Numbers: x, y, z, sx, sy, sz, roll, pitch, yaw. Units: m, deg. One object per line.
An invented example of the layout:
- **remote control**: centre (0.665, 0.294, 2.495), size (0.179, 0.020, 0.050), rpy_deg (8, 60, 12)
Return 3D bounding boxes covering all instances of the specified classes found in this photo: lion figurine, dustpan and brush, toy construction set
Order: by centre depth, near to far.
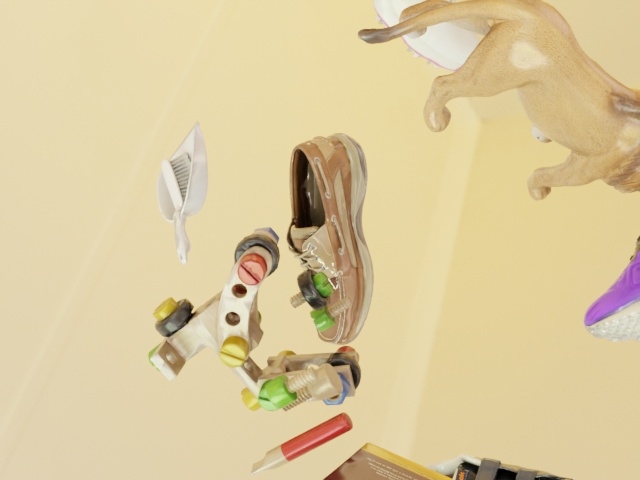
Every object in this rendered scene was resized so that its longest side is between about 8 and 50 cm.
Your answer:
- **lion figurine**: centre (0.252, -0.154, 1.109), size (0.392, 0.240, 0.142), rpy_deg (23, -111, -29)
- **toy construction set**: centre (-0.094, 0.167, 1.388), size (0.257, 0.237, 0.309), rpy_deg (48, -162, -37)
- **dustpan and brush**: centre (-0.211, -0.060, 1.642), size (0.060, 0.147, 0.211), rpy_deg (-3, -116, -35)

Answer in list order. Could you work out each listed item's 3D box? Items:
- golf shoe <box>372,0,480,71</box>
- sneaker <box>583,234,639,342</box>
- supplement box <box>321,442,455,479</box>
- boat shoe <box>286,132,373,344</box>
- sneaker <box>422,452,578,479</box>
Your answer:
- **golf shoe**: centre (0.110, -0.329, 1.279), size (0.306, 0.140, 0.115), rpy_deg (42, -146, -25)
- **sneaker**: centre (0.439, 0.007, 1.319), size (0.102, 0.293, 0.146), rpy_deg (28, -146, -49)
- **supplement box**: centre (0.077, 0.354, 1.212), size (0.194, 0.191, 0.129), rpy_deg (-26, -51, -54)
- **boat shoe**: centre (0.000, 0.000, 1.641), size (0.116, 0.123, 0.324), rpy_deg (-5, -89, -40)
- **sneaker**: centre (0.294, 0.427, 1.771), size (0.127, 0.321, 0.126), rpy_deg (41, -125, -36)
